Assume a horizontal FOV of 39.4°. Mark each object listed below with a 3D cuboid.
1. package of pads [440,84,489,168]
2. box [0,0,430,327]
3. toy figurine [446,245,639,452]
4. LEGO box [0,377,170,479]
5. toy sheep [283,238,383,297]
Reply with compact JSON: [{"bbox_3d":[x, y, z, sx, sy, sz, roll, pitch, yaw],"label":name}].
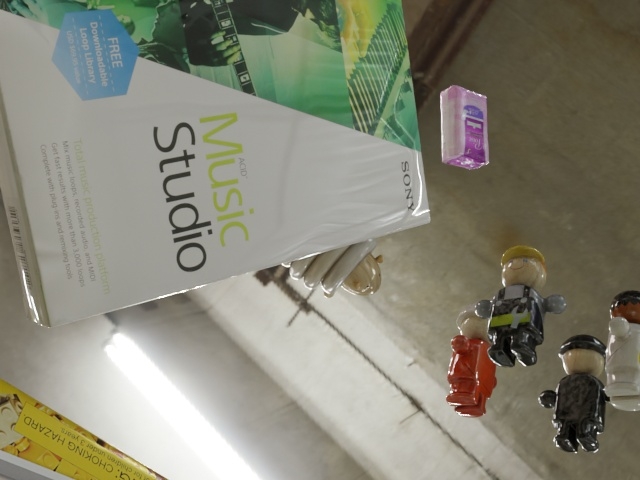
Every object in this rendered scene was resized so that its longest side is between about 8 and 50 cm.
[{"bbox_3d":[0.155,-0.122,0.966,0.032,0.050,0.083,-17,-112,54],"label":"package of pads"},{"bbox_3d":[-0.070,-0.091,0.641,0.058,0.322,0.232,5,-72,55],"label":"box"},{"bbox_3d":[0.261,0.121,1.012,0.213,0.148,0.209,18,-36,1],"label":"toy figurine"},{"bbox_3d":[-0.285,0.248,0.470,0.500,0.372,0.193,38,-52,-23],"label":"LEGO box"},{"bbox_3d":[0.000,0.000,0.780,0.132,0.091,0.091,39,-70,5],"label":"toy sheep"}]
